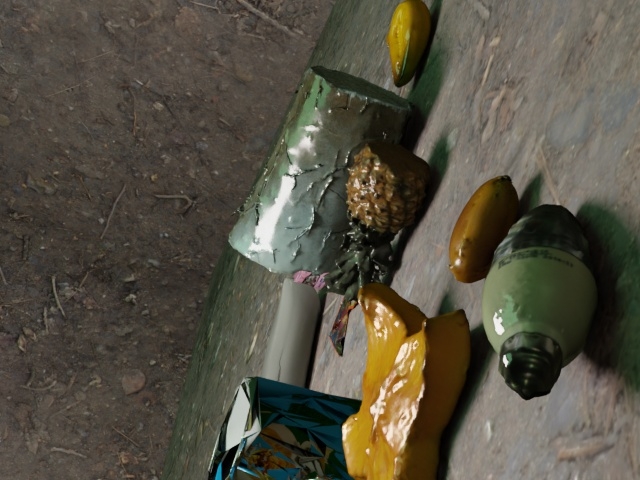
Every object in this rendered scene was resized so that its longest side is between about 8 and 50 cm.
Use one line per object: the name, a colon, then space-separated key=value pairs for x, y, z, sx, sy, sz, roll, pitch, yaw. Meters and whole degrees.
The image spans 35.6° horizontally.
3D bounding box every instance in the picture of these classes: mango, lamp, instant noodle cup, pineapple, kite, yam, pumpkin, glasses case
mango: x=0.182 y=-0.011 z=1.095 sx=0.077 sy=0.063 sz=0.127 roll=166 pitch=128 yaw=-83
lamp: x=0.192 y=0.042 z=0.869 sx=0.101 sy=0.101 sz=0.250 roll=-64 pitch=1 yaw=35
instant noodle cup: x=-0.050 y=0.309 z=1.401 sx=0.240 sy=0.178 sz=0.240 roll=-161 pitch=90 yaw=-79
pineapple: x=0.077 y=-0.021 z=1.509 sx=0.128 sy=0.128 sz=0.248 roll=-95 pitch=22 yaw=-66
kite: x=0.039 y=0.132 z=1.725 sx=0.159 sy=0.010 sz=0.190 roll=123 pitch=162 yaw=-51
yam: x=0.008 y=-0.121 z=1.723 sx=0.241 sy=0.241 sz=0.348 roll=-94 pitch=26 yaw=-65
pumpkin: x=0.082 y=0.202 z=1.144 sx=0.258 sy=0.095 sz=0.290 roll=-172 pitch=97 yaw=-75
glasses case: x=-0.063 y=0.227 z=1.889 sx=0.128 sy=0.083 sz=0.308 roll=113 pitch=170 yaw=-54
mango: x=0.163 y=-0.365 z=1.821 sx=0.101 sy=0.066 sz=0.187 roll=-36 pitch=41 yaw=59

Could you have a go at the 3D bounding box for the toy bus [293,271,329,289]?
toy bus: x=0.000 y=0.000 z=1.937 sx=0.063 sy=0.090 sz=0.203 roll=121 pitch=165 yaw=-49
